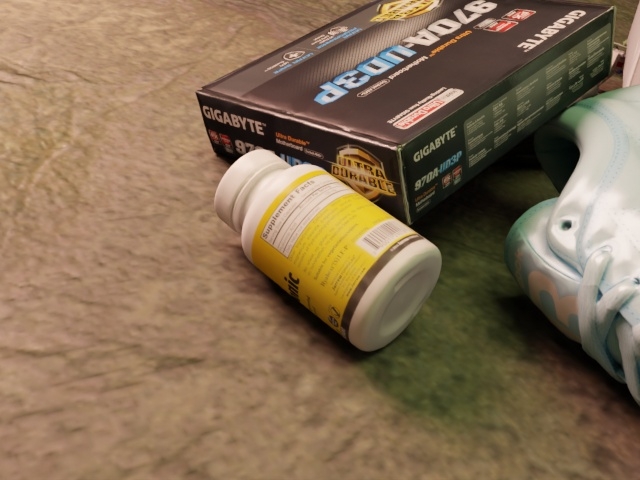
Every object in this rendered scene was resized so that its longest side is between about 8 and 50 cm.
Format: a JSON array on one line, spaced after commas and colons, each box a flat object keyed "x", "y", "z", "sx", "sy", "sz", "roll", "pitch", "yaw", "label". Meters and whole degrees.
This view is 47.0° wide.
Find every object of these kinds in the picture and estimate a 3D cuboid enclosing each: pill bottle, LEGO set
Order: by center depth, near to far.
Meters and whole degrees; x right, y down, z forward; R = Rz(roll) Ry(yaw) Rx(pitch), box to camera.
[{"x": 0.000, "y": 0.000, "z": 0.388, "sx": 0.116, "sy": 0.065, "sz": 0.065, "roll": 37, "pitch": 39, "yaw": 26, "label": "pill bottle"}, {"x": 0.399, "y": -0.195, "z": 0.879, "sx": 0.244, "sy": 0.060, "sz": 0.182, "roll": 20, "pitch": 22, "yaw": 2, "label": "LEGO set"}]

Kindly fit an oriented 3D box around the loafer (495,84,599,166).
[{"x": 0.128, "y": -0.098, "z": 0.571, "sx": 0.223, "sy": 0.078, "sz": 0.076, "roll": -8, "pitch": 41, "yaw": -31, "label": "loafer"}]

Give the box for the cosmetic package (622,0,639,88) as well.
[{"x": 0.466, "y": -0.146, "z": 0.633, "sx": 0.377, "sy": 0.097, "sz": 0.284, "roll": 16, "pitch": 33, "yaw": 15, "label": "cosmetic package"}]

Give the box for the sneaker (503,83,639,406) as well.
[{"x": 0.177, "y": 0.039, "z": 0.391, "sx": 0.150, "sy": 0.135, "sz": 0.366, "roll": -7, "pitch": 35, "yaw": 18, "label": "sneaker"}]

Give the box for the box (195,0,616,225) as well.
[{"x": 0.058, "y": -0.105, "z": 0.484, "sx": 0.220, "sy": 0.051, "sz": 0.175, "roll": -35, "pitch": 41, "yaw": -30, "label": "box"}]
